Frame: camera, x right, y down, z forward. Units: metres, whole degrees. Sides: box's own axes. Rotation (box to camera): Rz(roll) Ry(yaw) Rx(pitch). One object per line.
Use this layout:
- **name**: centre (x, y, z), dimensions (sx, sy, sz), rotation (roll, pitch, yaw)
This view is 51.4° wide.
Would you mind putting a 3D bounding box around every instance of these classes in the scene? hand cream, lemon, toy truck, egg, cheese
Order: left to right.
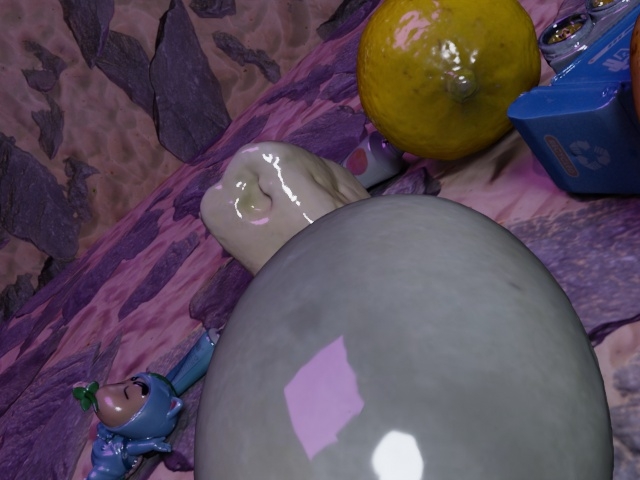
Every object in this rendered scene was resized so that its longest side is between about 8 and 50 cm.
- **hand cream**: centre (-0.214, 0.208, 1.007), dimensions (0.224, 0.048, 0.083), rotation (-43, 20, 16)
- **cheese**: centre (-0.001, 0.001, 0.898), dimensions (0.173, 0.251, 0.248), rotation (-50, -17, 17)
- **hand cream**: centre (0.021, -0.094, 1.134), dimensions (0.341, 0.078, 0.124), rotation (-29, 26, 41)
- **egg**: centre (0.050, 0.111, 0.442), dimensions (0.259, 0.258, 0.352), rotation (-28, 26, 32)
- **lemon**: centre (0.170, -0.238, 0.911), dimensions (0.245, 0.245, 0.319), rotation (-36, 18, 17)
- **toy truck**: centre (0.362, -0.200, 0.648), dimensions (0.367, 0.146, 0.175), rotation (-42, 28, 8)

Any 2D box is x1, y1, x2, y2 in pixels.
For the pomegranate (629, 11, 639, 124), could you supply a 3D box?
- **pomegranate**: centre (0.340, -0.132, 0.450), dimensions (0.248, 0.248, 0.248), rotation (-35, 23, 17)

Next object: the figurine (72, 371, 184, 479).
- **figurine**: centre (-0.280, 0.253, 0.904), dimensions (0.178, 0.145, 0.114), rotation (-58, 20, -7)
